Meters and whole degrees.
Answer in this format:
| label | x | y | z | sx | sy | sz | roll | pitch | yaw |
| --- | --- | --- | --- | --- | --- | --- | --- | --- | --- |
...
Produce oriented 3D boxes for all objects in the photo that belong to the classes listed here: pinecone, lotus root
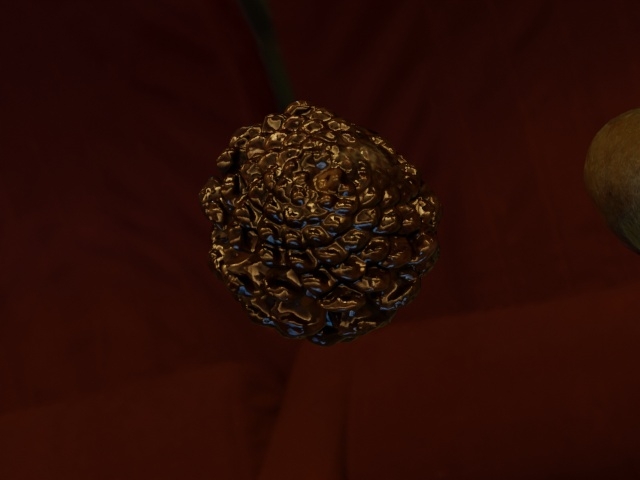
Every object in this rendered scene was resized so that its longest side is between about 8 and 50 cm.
| label | x | y | z | sx | sy | sz | roll | pitch | yaw |
| --- | --- | --- | --- | --- | --- | --- | --- | --- | --- |
| pinecone | 0.000 | 0.000 | 0.497 | 0.077 | 0.083 | 0.077 | 1 | 58 | -2 |
| lotus root | 0.206 | -0.028 | 0.781 | 0.192 | 0.113 | 0.088 | -172 | 91 | -72 |
